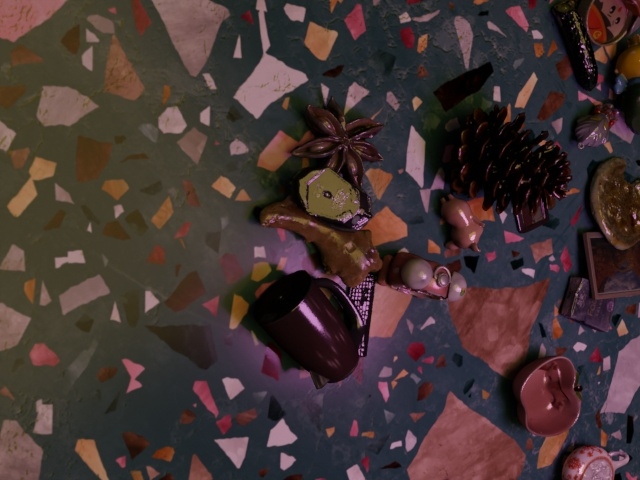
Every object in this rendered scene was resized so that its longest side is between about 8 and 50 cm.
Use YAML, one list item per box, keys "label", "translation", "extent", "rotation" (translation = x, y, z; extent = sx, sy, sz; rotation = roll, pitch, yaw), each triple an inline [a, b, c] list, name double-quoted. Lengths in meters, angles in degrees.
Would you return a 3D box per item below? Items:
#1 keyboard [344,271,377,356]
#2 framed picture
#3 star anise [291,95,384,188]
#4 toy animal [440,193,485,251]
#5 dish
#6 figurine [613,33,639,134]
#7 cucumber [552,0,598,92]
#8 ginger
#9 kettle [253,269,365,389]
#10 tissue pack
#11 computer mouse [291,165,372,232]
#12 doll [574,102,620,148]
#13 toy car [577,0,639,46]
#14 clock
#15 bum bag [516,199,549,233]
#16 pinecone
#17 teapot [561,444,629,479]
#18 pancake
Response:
- label: "keyboard"
  translation: [0.089, 0.167, 1.649]
  extent: [0.074, 0.015, 0.196]
  rotation: [7, 92, -28]
- label: "framed picture"
  translation: [0.808, 0.064, 1.986]
  extent: [0.250, 0.016, 0.184]
  rotation: [-1, 82, -32]
- label: "star anise"
  translation: [0.037, -0.193, 1.558]
  extent: [0.212, 0.073, 0.196]
  rotation: [25, 80, -25]
- label: "toy animal"
  translation: [0.328, -0.040, 1.723]
  extent: [0.089, 0.083, 0.150]
  rotation: [-25, 94, -10]
- label: "dish"
  translation: [0.569, 0.393, 1.880]
  extent: [0.213, 0.090, 0.213]
  rotation: [-2, 96, -25]
- label: "figurine"
  translation: [0.853, -0.416, 1.952]
  extent: [0.185, 0.127, 0.234]
  rotation: [28, 50, -57]
- label: "cucumber"
  translation: [0.661, -0.492, 1.864]
  extent: [0.067, 0.067, 0.245]
  rotation: [-35, 108, -21]
- label: "ginger"
  translation: [0.000, 0.000, 1.557]
  extent: [0.295, 0.086, 0.131]
  rotation: [24, 92, -19]
- label: "kettle"
  translation: [-0.007, 0.179, 1.544]
  extent: [0.232, 0.144, 0.202]
  rotation: [53, 49, -27]
- label: "tissue pack"
  translation: [0.720, 0.172, 1.960]
  extent: [0.156, 0.051, 0.112]
  rotation: [22, 82, -28]
- label: "computer mouse"
  translation: [0.018, -0.086, 1.510]
  extent: [0.192, 0.062, 0.105]
  rotation: [27, 87, -23]
- label: "doll"
  translation: [0.722, -0.300, 1.914]
  extent: [0.094, 0.079, 0.180]
  rotation: [43, 65, 5]
- label: "toy car"
  translation: [0.757, -0.603, 1.882]
  extent: [0.235, 0.145, 0.235]
  rotation: [-9, 116, -18]
- label: "clock"
  translation: [0.229, 0.078, 1.633]
  extent: [0.166, 0.162, 0.092]
  rotation: [21, 82, -28]
- label: "bum bag"
  translation: [0.529, -0.104, 1.855]
  extent: [0.109, 0.026, 0.159]
  rotation: [-22, 109, -24]
- label: "pinecone"
  translation: [0.436, -0.171, 1.658]
  extent: [0.246, 0.292, 0.246]
  rotation: [-33, 139, -34]
- label: "teapot"
  translation: [0.731, 0.626, 1.975]
  extent: [0.246, 0.116, 0.159]
  rotation: [-26, 93, -21]
- label: "pancake"
  translation: [0.816, -0.097, 1.982]
  extent: [0.254, 0.037, 0.253]
  rotation: [5, 82, -33]
